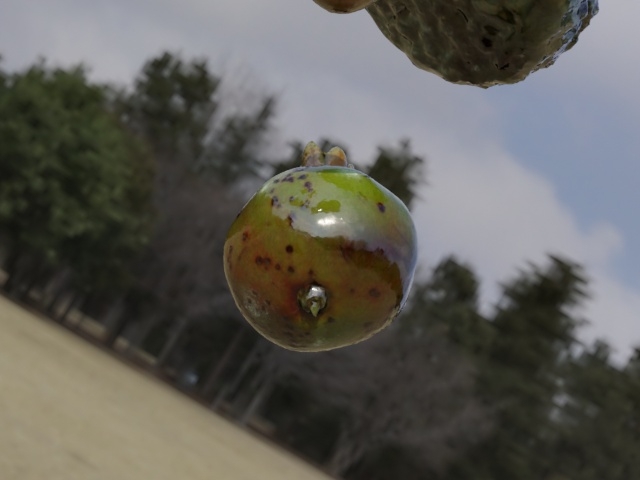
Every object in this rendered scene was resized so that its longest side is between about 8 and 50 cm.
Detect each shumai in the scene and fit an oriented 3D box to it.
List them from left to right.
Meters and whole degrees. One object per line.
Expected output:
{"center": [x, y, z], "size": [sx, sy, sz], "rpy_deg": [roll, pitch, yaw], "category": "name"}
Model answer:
{"center": [0.195, -0.373, 1.605], "size": [0.395, 0.348, 0.395], "rpy_deg": [38, -37, 36], "category": "shumai"}

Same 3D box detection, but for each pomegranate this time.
{"center": [0.000, 0.000, 1.461], "size": [0.159, 0.159, 0.205], "rpy_deg": [35, 34, -24], "category": "pomegranate"}

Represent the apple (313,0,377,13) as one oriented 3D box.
{"center": [0.016, -0.209, 1.303], "size": [0.084, 0.084, 0.071], "rpy_deg": [33, -10, -8], "category": "apple"}
